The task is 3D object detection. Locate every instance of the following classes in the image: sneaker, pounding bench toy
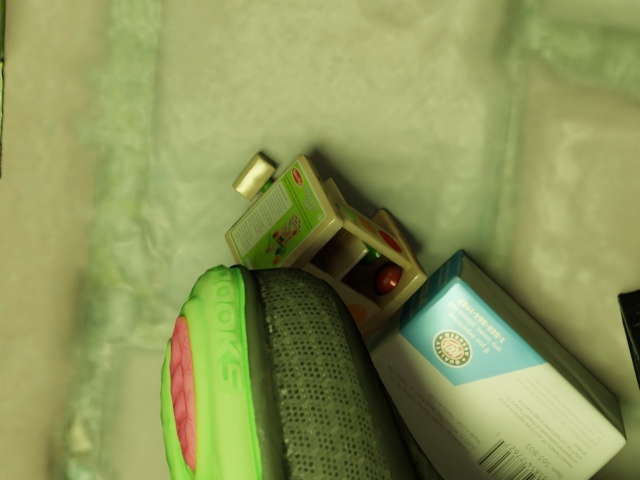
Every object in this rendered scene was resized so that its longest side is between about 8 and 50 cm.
[{"bbox_3d":[0.102,0.202,0.678,0.202,0.185,0.482,-36,93,-11],"label":"sneaker"},{"bbox_3d":[0.000,0.000,0.757,0.065,0.083,0.052,32,108,-35],"label":"pounding bench toy"}]

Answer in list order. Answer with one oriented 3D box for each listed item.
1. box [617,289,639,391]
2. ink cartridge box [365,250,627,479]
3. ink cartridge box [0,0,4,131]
[{"bbox_3d":[0.220,0.049,0.696,0.180,0.147,0.077,-16,99,8],"label":"box"},{"bbox_3d":[0.035,0.106,0.769,0.104,0.061,0.181,44,102,-4],"label":"ink cartridge box"},{"bbox_3d":[-0.194,-0.126,0.737,0.109,0.062,0.209,5,103,3],"label":"ink cartridge box"}]
